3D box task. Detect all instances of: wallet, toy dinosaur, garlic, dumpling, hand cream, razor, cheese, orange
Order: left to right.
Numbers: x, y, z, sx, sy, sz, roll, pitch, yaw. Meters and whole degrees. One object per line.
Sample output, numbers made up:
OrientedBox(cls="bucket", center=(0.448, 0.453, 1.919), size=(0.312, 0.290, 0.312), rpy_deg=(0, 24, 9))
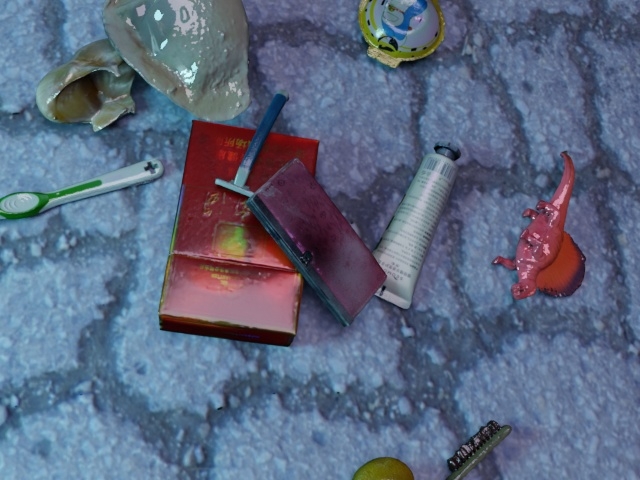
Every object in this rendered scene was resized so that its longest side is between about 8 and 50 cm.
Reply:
OrientedBox(cls="garlic", center=(-0.355, -0.245, 1.390), size=(0.174, 0.099, 0.124), rpy_deg=(-32, 62, -18))
OrientedBox(cls="dumpling", center=(-0.214, -0.317, 1.379), size=(0.226, 0.175, 0.243), rpy_deg=(-12, 44, -34))
OrientedBox(cls="razor", center=(-0.087, -0.152, 1.332), size=(0.068, 0.037, 0.191), rpy_deg=(23, 65, 2))
OrientedBox(cls="wallet", center=(0.000, 0.000, 1.305), size=(0.232, 0.025, 0.119), rpy_deg=(52, 51, -12))
OrientedBox(cls="orange", center=(0.085, 0.341, 1.238), size=(0.095, 0.085, 0.085), rpy_deg=(-14, 71, 0))
OrientedBox(cls="cheese", center=(0.154, -0.405, 1.547), size=(0.156, 0.064, 0.250), rpy_deg=(27, 70, 0))
OrientedBox(cls="hand cream", center=(0.149, -0.031, 1.411), size=(0.095, 0.059, 0.276), rpy_deg=(26, 72, 2))
OrientedBox(cls="toy dinosaur", center=(0.384, -0.005, 1.438), size=(0.139, 0.070, 0.286), rpy_deg=(37, 64, -5))

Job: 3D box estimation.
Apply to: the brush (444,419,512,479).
OrientedBox(cls="brush", center=(0.175, 0.339, 1.276), size=(0.248, 0.043, 0.036), rpy_deg=(-38, 72, -19))

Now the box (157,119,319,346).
OrientedBox(cls="box", center=(-0.118, -0.012, 1.339), size=(0.197, 0.089, 0.313), rpy_deg=(9, 69, -7))

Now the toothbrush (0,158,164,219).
OrientedBox(cls="toothbrush", center=(-0.432, -0.055, 1.330), size=(0.417, 0.040, 0.042), rpy_deg=(-19, 71, -15))
